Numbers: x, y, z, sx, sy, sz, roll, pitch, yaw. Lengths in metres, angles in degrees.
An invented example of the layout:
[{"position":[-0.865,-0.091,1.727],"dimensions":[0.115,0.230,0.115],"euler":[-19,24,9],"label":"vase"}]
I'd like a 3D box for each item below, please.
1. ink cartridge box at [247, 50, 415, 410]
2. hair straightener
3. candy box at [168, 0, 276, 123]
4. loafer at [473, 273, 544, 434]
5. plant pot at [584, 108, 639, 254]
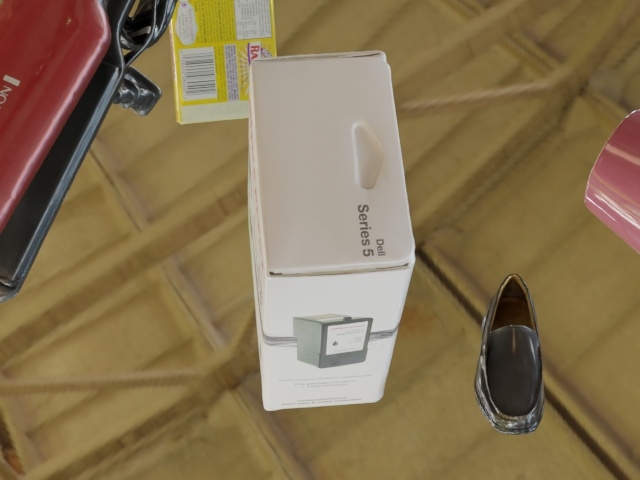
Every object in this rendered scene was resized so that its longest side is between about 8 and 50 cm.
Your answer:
[{"position":[0.000,0.000,1.072],"dimensions":[0.114,0.273,0.198],"euler":[-4,-118,-5],"label":"ink cartridge box"},{"position":[-0.081,-0.082,0.456],"dimensions":[0.047,0.089,0.231],"euler":[18,-108,7],"label":"hair straightener"},{"position":[-0.098,-0.222,1.256],"dimensions":[0.105,0.206,0.027],"euler":[-7,-167,-19],"label":"candy box"},{"position":[0.165,0.098,1.119],"dimensions":[0.062,0.061,0.170],"euler":[-1,-144,2],"label":"loafer"},{"position":[0.397,-0.048,1.379],"dimensions":[0.180,0.201,0.201],"euler":[31,-113,28],"label":"plant pot"}]
